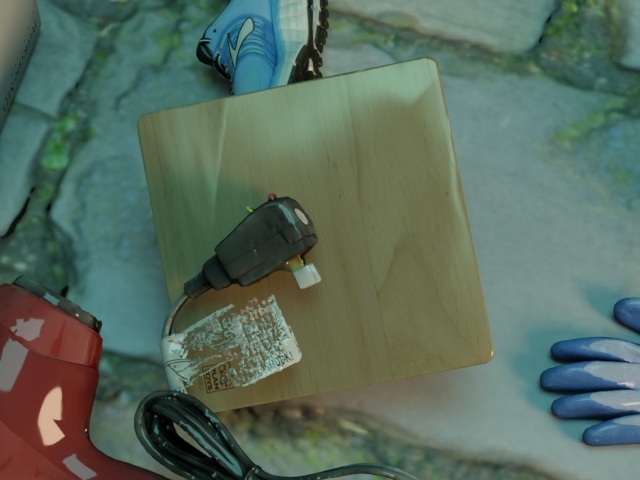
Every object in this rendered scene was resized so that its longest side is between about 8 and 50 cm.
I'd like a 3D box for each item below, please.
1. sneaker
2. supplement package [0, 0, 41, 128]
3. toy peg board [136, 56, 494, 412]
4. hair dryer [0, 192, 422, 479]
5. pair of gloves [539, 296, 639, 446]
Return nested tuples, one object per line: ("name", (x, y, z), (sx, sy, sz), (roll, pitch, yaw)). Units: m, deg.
("sneaker", (-0.038, -0.100, 0.928), (0.073, 0.063, 0.162), (-4, 54, 15))
("supplement package", (-0.290, -0.083, 0.836), (0.204, 0.145, 0.261), (12, 59, 3))
("toy peg board", (0.000, 0.000, 0.837), (0.161, 0.079, 0.161), (-11, 86, 5))
("hair dryer", (-0.104, 0.113, 0.737), (0.294, 0.080, 0.223), (-24, 66, 5))
("pair of gloves", (0.202, 0.118, 0.826), (0.159, 0.023, 0.198), (0, 60, -4))
